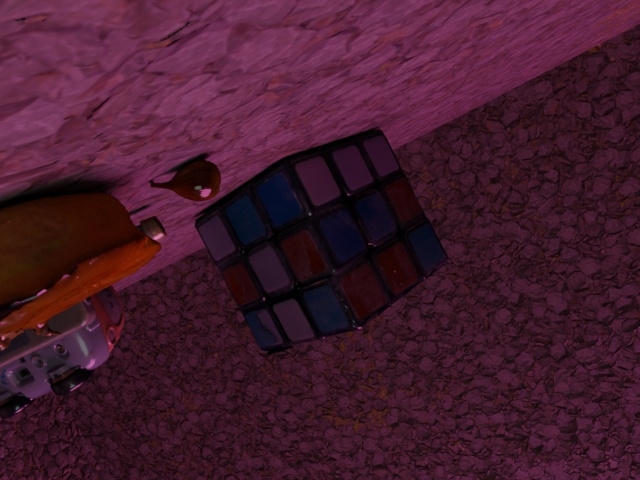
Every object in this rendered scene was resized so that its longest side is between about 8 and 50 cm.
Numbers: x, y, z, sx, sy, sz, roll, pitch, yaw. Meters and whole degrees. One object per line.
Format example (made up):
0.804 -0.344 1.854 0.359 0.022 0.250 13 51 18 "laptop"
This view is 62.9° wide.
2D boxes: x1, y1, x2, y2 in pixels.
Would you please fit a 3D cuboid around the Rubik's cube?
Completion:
0.000 0.000 1.155 0.362 0.358 0.363 -26 179 -43 "Rubik's cube"

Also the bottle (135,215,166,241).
-0.346 0.044 0.740 0.270 0.083 0.083 -28 -178 -8 "bottle"

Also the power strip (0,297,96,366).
-0.416 0.101 0.657 0.271 0.117 0.046 -26 179 -4 "power strip"

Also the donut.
-0.285 0.040 0.511 0.254 0.118 0.253 -23 -179 1 "donut"

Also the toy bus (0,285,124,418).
-0.474 0.153 0.914 0.288 0.194 0.232 -26 -170 17 "toy bus"

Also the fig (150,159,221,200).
-0.159 -0.068 0.617 0.084 0.050 0.050 -7 180 -6 "fig"
